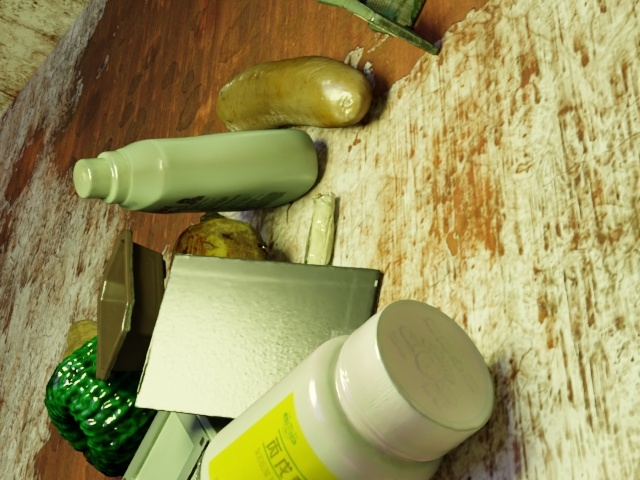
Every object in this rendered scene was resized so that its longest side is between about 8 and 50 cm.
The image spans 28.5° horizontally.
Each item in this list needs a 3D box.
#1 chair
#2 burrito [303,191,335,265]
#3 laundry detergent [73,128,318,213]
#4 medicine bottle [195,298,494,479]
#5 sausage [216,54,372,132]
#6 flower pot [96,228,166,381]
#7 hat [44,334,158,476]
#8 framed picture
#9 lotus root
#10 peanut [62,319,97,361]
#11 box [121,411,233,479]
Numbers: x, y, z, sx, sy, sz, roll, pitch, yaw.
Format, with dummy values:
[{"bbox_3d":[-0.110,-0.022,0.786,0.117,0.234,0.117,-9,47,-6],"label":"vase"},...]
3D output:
[{"bbox_3d":[0.115,-0.415,2.066,0.147,0.136,0.270,-63,26,6],"label":"chair"},{"bbox_3d":[0.000,0.000,2.035,0.045,0.041,0.185,1,60,15],"label":"burrito"},{"bbox_3d":[-0.229,-0.107,2.131,0.264,0.398,0.124,-18,80,54],"label":"laundry detergent"},{"bbox_3d":[0.027,0.248,1.589,0.379,0.214,0.213,-44,34,36],"label":"medicine bottle"},{"bbox_3d":[-0.049,-0.260,2.244,0.501,0.123,0.136,4,72,61],"label":"sausage"},{"bbox_3d":[-0.305,0.111,2.065,0.250,0.084,0.178,-100,29,-49],"label":"flower pot"},{"bbox_3d":[-0.303,0.244,2.213,0.332,0.242,0.274,-41,-2,-22],"label":"hat"},{"bbox_3d":[-0.093,0.146,1.871,0.339,0.014,0.255,4,65,18],"label":"framed picture"},{"bbox_3d":[-0.157,0.104,2.054,0.195,0.179,0.397,97,169,-45],"label":"lotus root"},{"bbox_3d":[-0.481,0.241,2.612,0.095,0.108,0.226,-58,25,24],"label":"peanut"},{"bbox_3d":[-0.204,0.369,2.000,0.225,0.117,0.225,-61,28,7],"label":"box"}]
